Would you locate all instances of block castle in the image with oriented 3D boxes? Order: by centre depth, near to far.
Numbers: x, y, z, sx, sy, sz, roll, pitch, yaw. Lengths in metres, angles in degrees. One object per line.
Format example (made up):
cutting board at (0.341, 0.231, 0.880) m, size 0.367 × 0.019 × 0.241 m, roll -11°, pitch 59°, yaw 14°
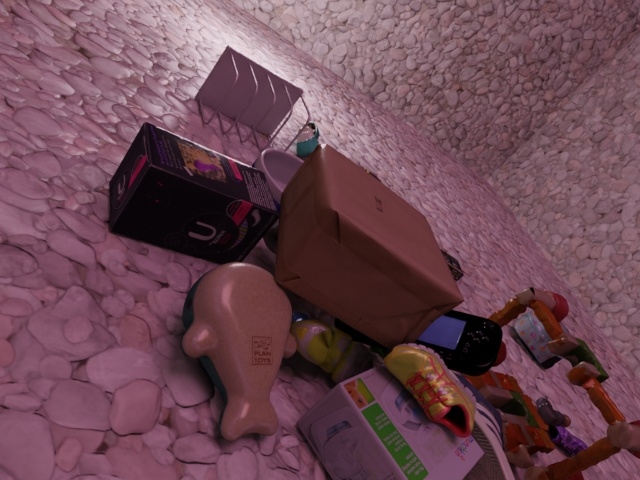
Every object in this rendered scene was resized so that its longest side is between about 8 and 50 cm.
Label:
block castle at (0.570, 0.368, 1.240) m, size 0.213 × 0.303 × 0.453 m, roll 23°, pitch 33°, yaw -36°

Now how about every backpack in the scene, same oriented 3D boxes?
backpack at (0.791, 0.336, 1.779) m, size 0.188 × 0.144 × 0.166 m, roll 48°, pitch 32°, yaw 19°

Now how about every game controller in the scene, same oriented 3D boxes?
game controller at (0.191, 0.177, 0.998) m, size 0.319 × 0.067 × 0.166 m, roll 11°, pitch 20°, yaw 25°

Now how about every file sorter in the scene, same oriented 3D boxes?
file sorter at (-0.195, -0.395, 1.485) m, size 0.277 × 0.193 × 0.173 m, roll 20°, pitch 36°, yaw -38°

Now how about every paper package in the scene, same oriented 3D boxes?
paper package at (0.081, 0.004, 0.962) m, size 0.309 × 0.168 × 0.325 m, roll 33°, pitch 24°, yaw -19°

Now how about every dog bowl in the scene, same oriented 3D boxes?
dog bowl at (-0.075, -0.117, 1.319) m, size 0.265 × 0.104 × 0.265 m, roll 33°, pitch 27°, yaw -19°

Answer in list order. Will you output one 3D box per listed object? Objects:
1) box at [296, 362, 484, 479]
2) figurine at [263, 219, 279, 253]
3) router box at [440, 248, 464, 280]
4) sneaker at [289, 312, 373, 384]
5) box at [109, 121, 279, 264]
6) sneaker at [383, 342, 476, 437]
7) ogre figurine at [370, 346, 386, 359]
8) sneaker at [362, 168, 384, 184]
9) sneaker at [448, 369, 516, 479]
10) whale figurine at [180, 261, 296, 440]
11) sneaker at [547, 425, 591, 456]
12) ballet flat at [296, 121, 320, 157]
box at (0.127, 0.347, 0.869) m, size 0.262 × 0.127 × 0.231 m, roll 1°, pitch 45°, yaw -55°
figurine at (0.000, 0.000, 1.147) m, size 0.209 × 0.092 × 0.215 m, roll -37°, pitch 91°, yaw -39°
router box at (0.459, 0.083, 1.822) m, size 0.122 × 0.038 × 0.092 m, roll 31°, pitch 27°, yaw -20°
sneaker at (0.009, 0.201, 0.966) m, size 0.126 × 0.091 × 0.240 m, roll 28°, pitch -15°, yaw 46°
box at (-0.242, -0.078, 0.961) m, size 0.270 × 0.165 × 0.143 m, roll 20°, pitch 33°, yaw -37°
sneaker at (0.194, 0.259, 0.861) m, size 0.208 × 0.081 × 0.094 m, roll 38°, pitch 27°, yaw -8°
ogre figurine at (0.197, 0.272, 1.073) m, size 0.118 × 0.197 × 0.097 m, roll 51°, pitch 46°, yaw -22°
sneaker at (0.206, -0.067, 1.641) m, size 0.385 × 0.145 × 0.147 m, roll 34°, pitch 58°, yaw -20°
sneaker at (0.338, 0.421, 1.034) m, size 0.148 × 0.131 × 0.350 m, roll 22°, pitch 33°, yaw -30°
whale figurine at (-0.137, 0.174, 0.798) m, size 0.216 × 0.141 × 0.272 m, roll 12°, pitch 63°, yaw -45°
sneaker at (0.680, 0.560, 1.391) m, size 0.071 × 0.068 × 0.170 m, roll -15°, pitch 51°, yaw -43°
ballet flat at (-0.050, -0.362, 1.743) m, size 0.247 × 0.083 × 0.087 m, roll -85°, pitch 156°, yaw -64°
